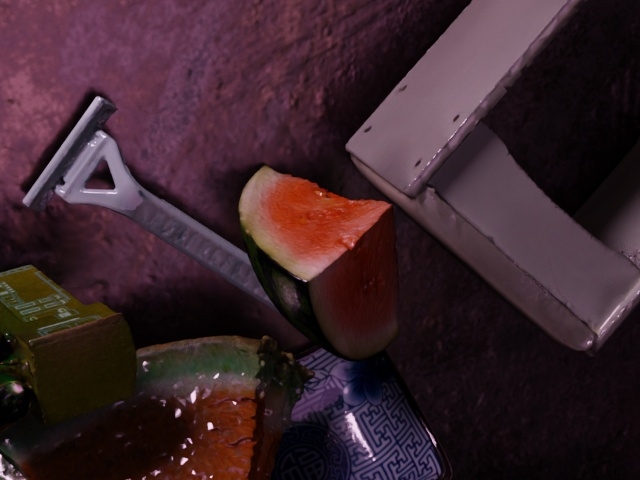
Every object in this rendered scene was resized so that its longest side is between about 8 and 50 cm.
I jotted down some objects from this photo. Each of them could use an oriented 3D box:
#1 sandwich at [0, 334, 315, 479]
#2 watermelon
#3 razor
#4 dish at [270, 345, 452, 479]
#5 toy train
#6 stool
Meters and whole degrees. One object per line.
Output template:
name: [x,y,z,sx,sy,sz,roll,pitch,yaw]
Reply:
sandwich: [-0.149,0.187,1.024,0.292,0.212,0.109,-1,151,0]
watermelon: [-0.015,0.015,1.034,0.193,0.145,0.137,38,73,-60]
razor: [-0.112,-0.003,1.054,0.278,0.056,0.111,35,93,-23]
dish: [-0.020,0.210,1.114,0.243,0.182,0.080,-25,148,-9]
toy train: [-0.250,0.079,0.960,0.137,0.225,0.090,-17,114,-29]
stool: [0.208,-0.085,1.064,0.243,0.170,0.270,40,92,-24]
